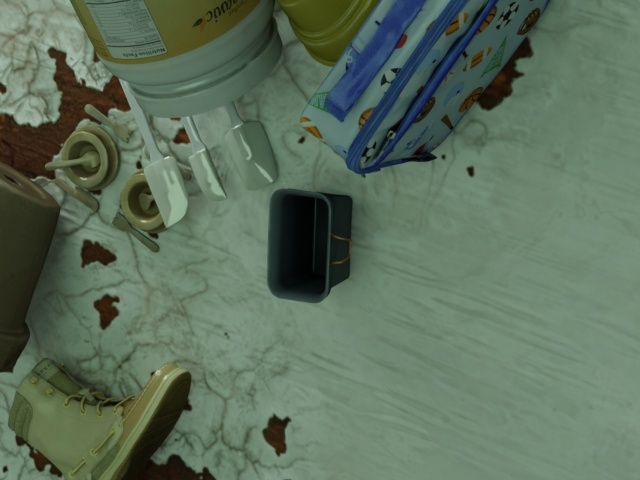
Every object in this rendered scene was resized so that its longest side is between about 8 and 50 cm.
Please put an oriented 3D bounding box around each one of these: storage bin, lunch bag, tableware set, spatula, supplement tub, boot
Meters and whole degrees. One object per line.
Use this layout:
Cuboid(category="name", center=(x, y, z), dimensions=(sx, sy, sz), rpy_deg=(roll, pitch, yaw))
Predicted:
Cuboid(category="storage bin", center=(0.000, 0.000, 1.967), dimensions=(0.098, 0.091, 0.135), rpy_deg=(8, 103, 27))
Cuboid(category="lunch bag", center=(0.115, -0.204, 1.782), dimensions=(0.115, 0.243, 0.303), rpy_deg=(42, 114, 17))
Cuboid(category="tableware set", center=(-0.270, -0.080, 2.129), dimensions=(0.194, 0.039, 0.128), rpy_deg=(34, 113, 19))
Cuboid(category="spatula", center=(-0.166, -0.157, 2.057), dimensions=(0.168, 0.019, 0.242), rpy_deg=(-24, 81, 19))
Cuboid(category="supplement tub", center=(-0.186, -0.323, 1.875), dimensions=(0.228, 0.228, 0.316), rpy_deg=(-2, 131, 29))
Cuboid(category="boot", center=(-0.302, 0.219, 2.170), dimensions=(0.203, 0.095, 0.262), rpy_deg=(42, 120, 17))

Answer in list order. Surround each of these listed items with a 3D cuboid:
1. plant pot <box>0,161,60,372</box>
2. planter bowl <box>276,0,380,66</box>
Cuboid(category="plant pot", center=(-0.465, 0.014, 2.154), dimensions=(0.263, 0.263, 0.229), rpy_deg=(36, 96, 19))
Cuboid(category="planter bowl", center=(0.004, -0.314, 1.855), dimensions=(0.217, 0.090, 0.217), rpy_deg=(-19, 66, 50))
